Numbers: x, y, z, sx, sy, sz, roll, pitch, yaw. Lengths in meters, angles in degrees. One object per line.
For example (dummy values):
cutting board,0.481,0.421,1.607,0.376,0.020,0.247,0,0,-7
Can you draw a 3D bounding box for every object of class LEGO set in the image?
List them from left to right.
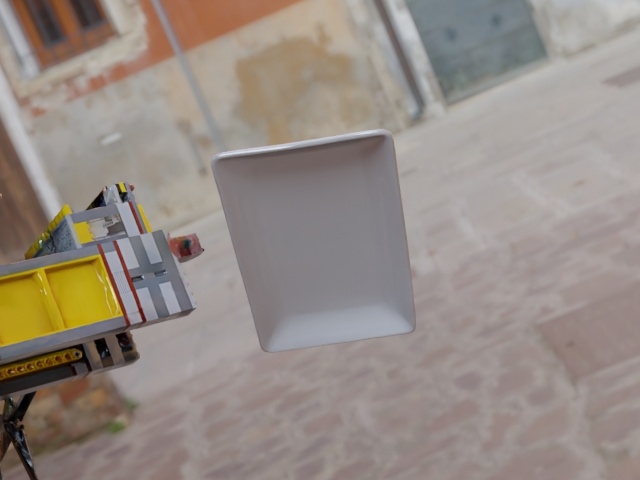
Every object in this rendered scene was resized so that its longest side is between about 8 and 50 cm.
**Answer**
LEGO set,-0.208,0.007,0.884,0.192,0.255,0.331,-13,-24,-34

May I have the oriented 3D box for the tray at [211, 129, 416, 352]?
tray,0.000,0.000,1.283,0.145,0.270,0.030,-9,50,2
